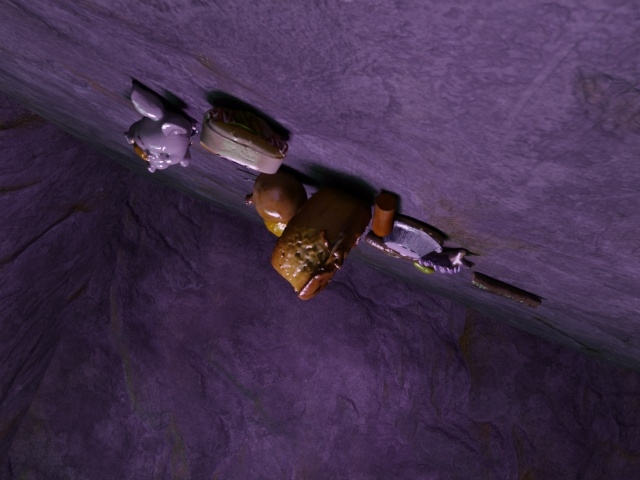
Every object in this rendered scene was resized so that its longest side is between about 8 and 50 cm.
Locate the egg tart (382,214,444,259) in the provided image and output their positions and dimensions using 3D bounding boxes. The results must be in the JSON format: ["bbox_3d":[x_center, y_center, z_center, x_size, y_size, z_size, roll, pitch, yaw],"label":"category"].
[{"bbox_3d":[0.278,-0.006,1.398,0.234,0.094,0.234,26,174,3],"label":"egg tart"}]

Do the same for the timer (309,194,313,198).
[{"bbox_3d":[0.028,-0.119,1.536,0.128,0.047,0.140,28,172,-27],"label":"timer"}]

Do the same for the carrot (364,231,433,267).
[{"bbox_3d":[0.342,0.047,1.773,0.342,0.070,0.070,21,174,1],"label":"carrot"}]

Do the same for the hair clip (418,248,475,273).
[{"bbox_3d":[0.424,0.061,1.537,0.106,0.084,0.292,-21,-168,-18],"label":"hair clip"}]

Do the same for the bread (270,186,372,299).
[{"bbox_3d":[0.000,0.000,1.295,0.204,0.337,0.358,31,-165,4],"label":"bread"}]

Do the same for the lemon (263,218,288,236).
[{"bbox_3d":[-0.131,-0.093,1.723,0.181,0.180,0.193,18,-171,38],"label":"lemon"}]

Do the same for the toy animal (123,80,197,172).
[{"bbox_3d":[-0.454,-0.304,1.226,0.208,0.154,0.325,43,152,1],"label":"toy animal"}]

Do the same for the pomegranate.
[{"bbox_3d":[-0.142,-0.137,1.378,0.196,0.196,0.196,22,174,2],"label":"pomegranate"}]

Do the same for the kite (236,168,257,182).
[{"bbox_3d":[-0.240,-0.230,1.716,0.229,0.012,0.250,28,173,-36],"label":"kite"}]

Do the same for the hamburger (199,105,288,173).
[{"bbox_3d":[-0.176,-0.232,1.015,0.210,0.116,0.173,21,-177,-21],"label":"hamburger"}]

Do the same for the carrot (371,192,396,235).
[{"bbox_3d":[0.179,-0.064,1.235,0.067,0.067,0.225,21,165,12],"label":"carrot"}]

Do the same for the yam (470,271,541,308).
[{"bbox_3d":[0.730,0.198,1.718,0.274,0.061,0.061,21,174,7],"label":"yam"}]

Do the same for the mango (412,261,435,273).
[{"bbox_3d":[0.436,0.098,1.825,0.108,0.073,0.056,21,145,-11],"label":"mango"}]
